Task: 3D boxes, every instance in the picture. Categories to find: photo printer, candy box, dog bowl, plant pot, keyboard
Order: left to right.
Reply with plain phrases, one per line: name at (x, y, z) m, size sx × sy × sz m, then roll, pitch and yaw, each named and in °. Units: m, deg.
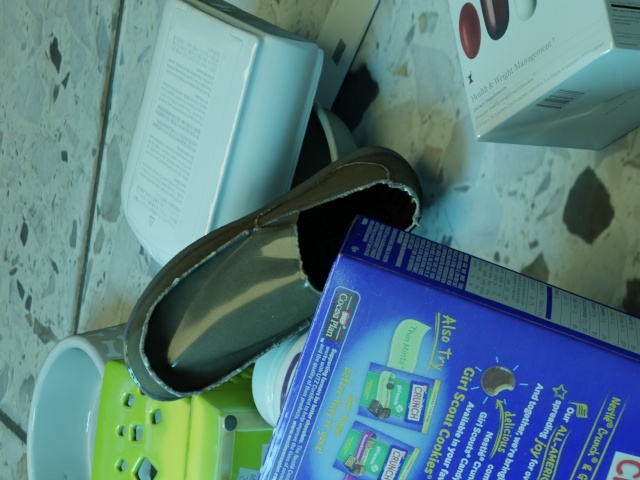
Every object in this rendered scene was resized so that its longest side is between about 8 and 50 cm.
dog bowl at (-0.304, 0.284, 2.278) m, size 0.348 × 0.102 × 0.349 m, roll -9°, pitch 79°, yaw 57°
photo printer at (-0.122, -0.107, 1.872) m, size 0.256 × 0.107 × 0.308 m, roll 32°, pitch 111°, yaw 54°
plant pot at (-0.110, 0.256, 1.865) m, size 0.207 × 0.227 × 0.228 m, roll 5°, pitch 91°, yaw 51°
keyboard at (0.019, -0.222, 1.898) m, size 0.072 × 0.014 × 0.256 m, roll 53°, pitch 131°, yaw 39°
candy box at (0.130, 0.160, 1.395) m, size 0.122 × 0.317 × 0.268 m, roll -63°, pitch -7°, yaw -68°

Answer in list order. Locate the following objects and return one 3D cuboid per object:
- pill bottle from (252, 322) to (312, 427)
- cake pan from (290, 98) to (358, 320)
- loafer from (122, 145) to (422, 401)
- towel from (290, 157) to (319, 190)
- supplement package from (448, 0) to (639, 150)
pill bottle at (0.057, 0.167, 1.648) m, size 0.301 × 0.169 × 0.169 m, roll 15°, pitch 100°, yaw 58°
cake pan at (-0.042, -0.032, 1.884) m, size 0.293 × 0.054 × 0.293 m, roll -15°, pitch 72°, yaw 55°
loafer at (-0.046, 0.028, 1.671) m, size 0.134 × 0.366 × 0.130 m, roll 51°, pitch 173°, yaw -12°
towel at (0.000, 0.000, 1.891) m, size 0.197 × 0.029 × 0.144 m, roll 43°, pitch 120°, yaw 51°
supplement package at (0.226, -0.210, 1.430) m, size 0.194 × 0.149 × 0.203 m, roll -34°, pitch 60°, yaw 52°
